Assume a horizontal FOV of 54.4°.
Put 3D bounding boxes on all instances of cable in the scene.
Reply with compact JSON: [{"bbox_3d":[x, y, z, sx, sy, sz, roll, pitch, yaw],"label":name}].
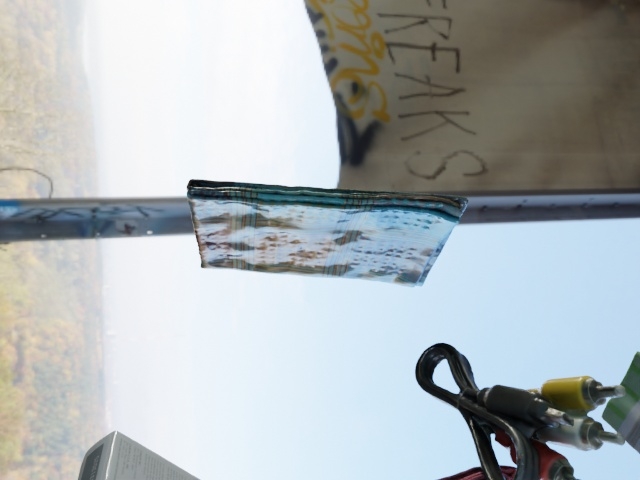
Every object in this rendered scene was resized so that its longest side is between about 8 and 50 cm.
[{"bbox_3d":[0.188,0.191,0.675,0.139,0.072,0.287,-61,-163,-13],"label":"cable"}]

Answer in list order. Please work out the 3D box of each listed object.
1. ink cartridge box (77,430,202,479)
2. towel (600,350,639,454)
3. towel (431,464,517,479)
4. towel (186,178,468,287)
[{"bbox_3d":[-0.096,0.235,0.434,0.045,0.179,0.145,-38,-153,12],"label":"ink cartridge box"},{"bbox_3d":[0.402,0.213,0.720,0.152,0.023,0.113,50,-55,55],"label":"towel"},{"bbox_3d":[0.056,0.351,0.695,0.037,0.237,0.329,-111,-146,-41],"label":"towel"},{"bbox_3d":[0.000,0.000,0.920,0.271,0.371,0.040,101,-9,-64],"label":"towel"}]
